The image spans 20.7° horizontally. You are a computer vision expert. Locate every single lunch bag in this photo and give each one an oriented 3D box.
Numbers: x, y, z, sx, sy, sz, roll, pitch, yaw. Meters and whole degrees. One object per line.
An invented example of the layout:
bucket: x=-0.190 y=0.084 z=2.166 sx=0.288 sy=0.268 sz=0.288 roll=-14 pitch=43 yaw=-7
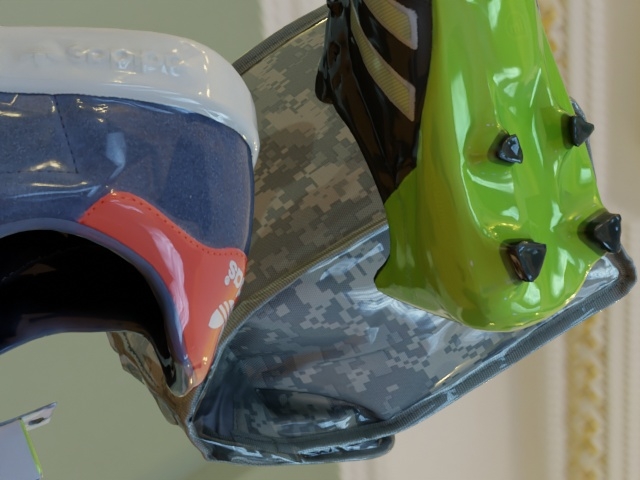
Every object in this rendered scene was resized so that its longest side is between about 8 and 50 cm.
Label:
lunch bag: x=0.000 y=0.000 z=1.043 sx=0.235 sy=0.287 sz=0.169 roll=46 pitch=-15 yaw=53

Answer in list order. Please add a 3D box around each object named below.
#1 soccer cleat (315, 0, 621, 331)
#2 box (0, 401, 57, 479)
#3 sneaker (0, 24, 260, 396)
soccer cleat: x=0.024 y=-0.067 z=0.407 sx=0.072 sy=0.060 sz=0.179 roll=0 pitch=-82 yaw=54
box: x=-0.233 y=0.146 z=1.013 sx=0.109 sy=0.178 sz=0.042 roll=136 pitch=-66 yaw=-74
sneaker: x=-0.198 y=0.002 z=0.663 sx=0.131 sy=0.350 sz=0.148 roll=88 pitch=1 yaw=-66
